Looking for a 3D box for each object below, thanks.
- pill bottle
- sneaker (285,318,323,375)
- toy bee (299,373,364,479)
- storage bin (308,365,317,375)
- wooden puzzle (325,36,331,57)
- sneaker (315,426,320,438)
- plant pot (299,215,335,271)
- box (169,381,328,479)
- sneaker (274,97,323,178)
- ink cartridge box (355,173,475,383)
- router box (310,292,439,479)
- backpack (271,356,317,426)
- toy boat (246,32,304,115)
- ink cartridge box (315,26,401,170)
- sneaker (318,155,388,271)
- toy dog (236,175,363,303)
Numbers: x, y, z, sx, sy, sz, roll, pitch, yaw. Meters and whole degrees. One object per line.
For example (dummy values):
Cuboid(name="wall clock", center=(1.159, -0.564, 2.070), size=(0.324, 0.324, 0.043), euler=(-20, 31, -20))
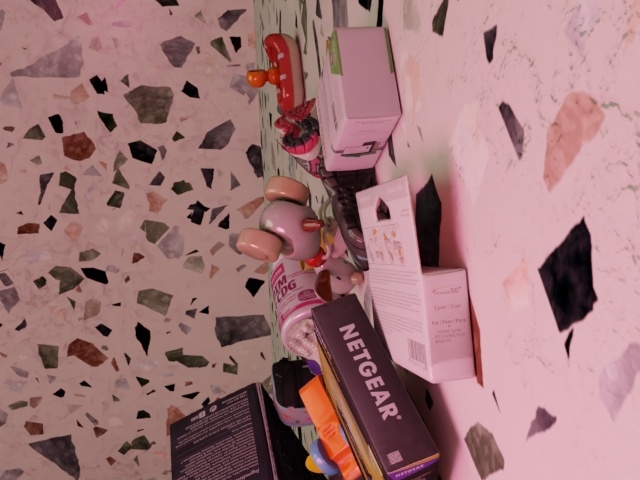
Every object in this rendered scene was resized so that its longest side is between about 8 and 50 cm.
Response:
Cuboid(name="pill bottle", center=(-0.034, 0.129, 1.826), size=(0.283, 0.160, 0.160), euler=(-107, 15, -52))
Cuboid(name="sneaker", center=(0.053, 0.271, 1.602), size=(0.146, 0.102, 0.293), euler=(48, 173, -36))
Cuboid(name="toy bee", center=(0.058, 0.395, 1.393), size=(0.162, 0.195, 0.298), euler=(32, -135, -42))
Cuboid(name="storage bin", center=(0.008, 0.255, 1.891), size=(0.135, 0.098, 0.091), euler=(-109, 27, -57))
Cuboid(name="wooden puzzle", center=(0.027, -0.390, 1.631), size=(0.116, 0.014, 0.078), euler=(-104, 8, -45))
Cuboid(name="sneaker", center=(0.035, 0.473, 1.749), size=(0.178, 0.072, 0.077), euler=(-104, -2, -69))
Cuboid(name="plant pot", center=(0.000, 0.000, 1.753), size=(0.134, 0.095, 0.134), euler=(174, 90, -81))
Cuboid(name="box", center=(-0.153, 0.728, 2.014), size=(0.480, 0.297, 0.472), euler=(62, -178, -31))
Cuboid(name="sneaker", center=(-0.035, -0.243, 1.807), size=(0.112, 0.121, 0.299), euler=(55, -166, -28))
Cuboid(name="ink cartridge box", center=(0.126, 0.047, 1.081), size=(0.296, 0.066, 0.261), euler=(176, 87, -81))
Cuboid(name="router box", center=(0.083, 0.275, 1.187), size=(0.243, 0.081, 0.309), euler=(82, 166, -45))
Cuboid(name="backpack", center=(-0.049, 0.419, 2.074), size=(0.188, 0.165, 0.144), euler=(-104, 10, -61))
Cuboid(name="toy boat", center=(-0.132, -0.462, 2.142), size=(0.151, 0.151, 0.231), euler=(131, 134, -77))
Cuboid(name="ink cartridge box", center=(0.056, -0.228, 1.277), size=(0.219, 0.092, 0.160), euler=(114, 150, -73))
Cuboid(name="sneaker", center=(0.054, -0.064, 1.372), size=(0.106, 0.101, 0.267), euler=(88, 173, -49))
Cuboid(name="toy dog", center=(0.001, 0.006, 1.456), size=(0.161, 0.333, 0.220), euler=(10, 90, 40))
